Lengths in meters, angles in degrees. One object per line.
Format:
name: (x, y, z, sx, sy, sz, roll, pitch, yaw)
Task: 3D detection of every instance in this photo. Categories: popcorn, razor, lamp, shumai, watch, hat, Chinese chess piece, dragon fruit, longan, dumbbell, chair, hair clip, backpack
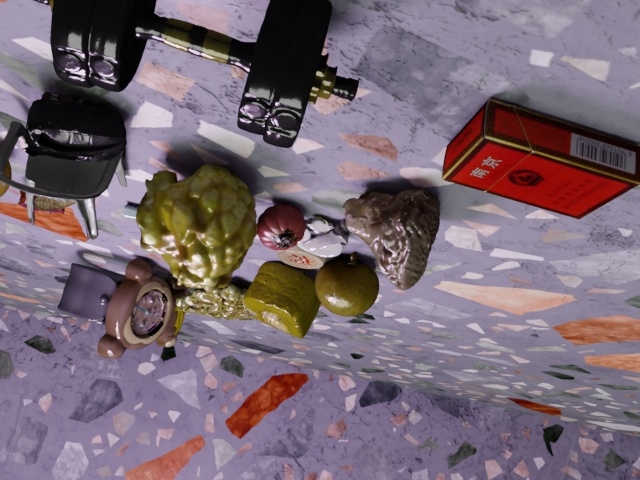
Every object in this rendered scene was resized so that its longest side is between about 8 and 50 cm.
popcorn: (-0.239, -0.033, 1.302, 0.270, 0.224, 0.258, 7, 144, 38)
razor: (-0.335, -0.037, 1.587, 0.277, 0.056, 0.111, 20, -165, -4)
lamp: (-0.083, -0.028, 1.394, 0.107, 0.092, 0.108, -12, 136, -12)
shumai: (0.125, -0.016, 1.233, 0.175, 0.166, 0.206, 15, 137, 18)
watch: (-0.646, 0.197, 2.120, 0.326, 0.314, 0.335, 15, 175, 30)
hat: (-0.578, -0.130, 1.469, 0.146, 0.067, 0.146, -28, 170, -5)
Chinese chess piece: (-0.044, 0.026, 1.576, 0.122, 0.051, 0.122, 11, 159, 4)
dragon fruit: (-0.660, -0.105, 1.569, 0.112, 0.068, 0.126, 9, 171, -9)
longan: (0.066, 0.103, 1.617, 0.154, 0.176, 0.145, -4, -153, -16)
dumbbell: (-0.142, -0.230, 0.766, 0.388, 0.185, 0.185, 15, 160, -8)
chair: (-0.488, -0.115, 1.257, 0.203, 0.191, 0.275, 14, 157, -7)
hair clip: (0.000, 0.000, 1.457, 0.116, 0.049, 0.172, 43, 144, -23)
backpack: (-0.422, -0.194, 1.143, 0.165, 0.106, 0.120, -1, 171, -32)

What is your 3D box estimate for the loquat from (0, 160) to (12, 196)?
loquat: (-0.733, -0.152, 1.382, 0.152, 0.152, 0.195, 12, 152, 1)

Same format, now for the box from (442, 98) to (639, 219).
box: (0.319, -0.113, 0.972, 0.239, 0.074, 0.153, 16, 164, -8)

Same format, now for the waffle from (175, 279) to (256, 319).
waffle: (-0.285, 0.208, 2.108, 0.317, 0.073, 0.297, -15, 153, 31)

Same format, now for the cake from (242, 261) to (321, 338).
cake: (-0.104, 0.167, 1.842, 0.179, 0.156, 0.261, 24, 157, 14)
